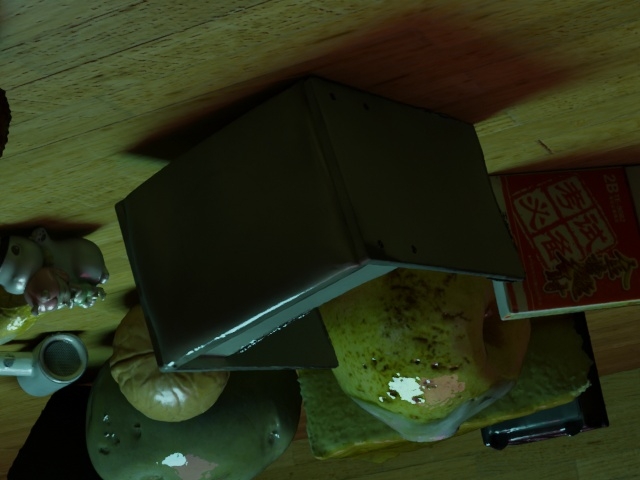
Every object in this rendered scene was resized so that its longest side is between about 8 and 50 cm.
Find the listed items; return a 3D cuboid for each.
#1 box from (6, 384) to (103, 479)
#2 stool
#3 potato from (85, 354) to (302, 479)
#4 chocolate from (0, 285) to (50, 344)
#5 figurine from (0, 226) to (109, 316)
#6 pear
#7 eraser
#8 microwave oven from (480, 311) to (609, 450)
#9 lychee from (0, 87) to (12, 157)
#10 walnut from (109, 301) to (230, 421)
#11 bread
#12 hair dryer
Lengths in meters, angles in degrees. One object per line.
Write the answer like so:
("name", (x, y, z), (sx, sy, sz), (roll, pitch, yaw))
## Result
("box", (-0.294, 0.335, 2.184), (0.350, 0.091, 0.359), (3, -162, 1))
("stool", (0.000, 0.000, 1.254), (0.243, 0.170, 0.269), (-29, 158, 32))
("potato", (-0.175, 0.246, 2.002), (0.326, 0.243, 0.221), (-6, 123, -29))
("chocolate", (-0.378, 0.085, 1.610), (0.219, 0.086, 0.085), (-22, 161, 30))
("figurine", (-0.289, 0.028, 1.415), (0.146, 0.081, 0.098), (7, -165, -46))
("pear", (0.121, 0.108, 1.723), (0.271, 0.271, 0.271), (-9, 166, -2))
("eraser", (0.291, -0.001, 1.520), (0.230, 0.157, 0.038), (-5, 162, -16))
("microwave oven", (0.315, 0.188, 2.109), (0.188, 0.247, 0.178), (-13, 168, 18))
("lychee", (-0.270, -0.081, 0.950), (0.114, 0.114, 0.146), (-4, -176, -21))
("walnut", (-0.193, 0.152, 1.793), (0.165, 0.165, 0.197), (-8, 176, -6))
("bread", (0.168, 0.148, 1.901), (0.361, 0.233, 0.245), (-19, 162, 18))
("hair dryer", (-0.455, 0.176, 1.918), (0.236, 0.073, 0.131), (2, 163, -29))
